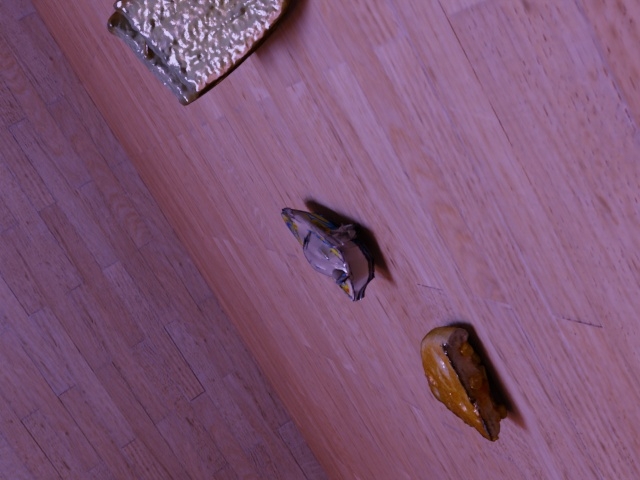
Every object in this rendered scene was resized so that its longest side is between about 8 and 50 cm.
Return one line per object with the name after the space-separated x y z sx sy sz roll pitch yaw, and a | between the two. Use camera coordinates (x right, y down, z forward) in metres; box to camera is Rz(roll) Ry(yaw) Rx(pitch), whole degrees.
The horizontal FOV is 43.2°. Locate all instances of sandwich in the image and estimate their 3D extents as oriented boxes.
-0.117 -0.219 0.786 0.122 0.128 0.235 51 167 -12 | sandwich

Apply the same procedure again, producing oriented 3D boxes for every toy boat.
0.000 0.000 0.989 0.210 0.066 0.084 36 154 55 | toy boat

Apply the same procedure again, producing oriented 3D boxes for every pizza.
0.153 0.151 0.863 0.131 0.041 0.178 49 164 37 | pizza
